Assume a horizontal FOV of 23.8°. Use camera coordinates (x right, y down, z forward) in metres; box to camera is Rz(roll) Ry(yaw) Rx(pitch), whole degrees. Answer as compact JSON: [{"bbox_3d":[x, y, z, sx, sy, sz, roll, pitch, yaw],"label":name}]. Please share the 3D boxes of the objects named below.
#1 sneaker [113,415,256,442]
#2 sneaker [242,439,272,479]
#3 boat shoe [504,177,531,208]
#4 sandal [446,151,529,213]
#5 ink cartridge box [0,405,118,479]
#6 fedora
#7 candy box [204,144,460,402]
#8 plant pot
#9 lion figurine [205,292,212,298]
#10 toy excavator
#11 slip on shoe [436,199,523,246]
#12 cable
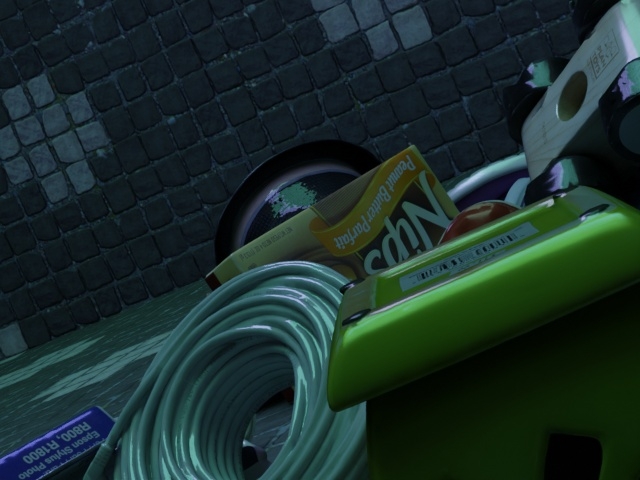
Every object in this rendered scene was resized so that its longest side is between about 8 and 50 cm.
[{"bbox_3d":[-0.206,0.228,1.564,0.292,0.108,0.169,-25,2,-32],"label":"sneaker"},{"bbox_3d":[-0.091,0.207,1.325,0.094,0.091,0.258,-26,6,-27],"label":"sneaker"},{"bbox_3d":[0.279,-0.039,1.813,0.076,0.083,0.226,11,24,24],"label":"boat shoe"},{"bbox_3d":[0.314,-0.044,1.983,0.416,0.169,0.102,-23,45,7],"label":"sandal"},{"bbox_3d":[-0.312,0.259,1.254,0.324,0.071,0.330,-28,-20,-44],"label":"ink cartridge box"},{"bbox_3d":[0.000,0.000,2.464,0.334,0.334,0.152,-26,36,-19],"label":"fedora"},{"bbox_3d":[0.040,0.036,1.832,0.316,0.183,0.087,-32,-3,-35],"label":"candy box"},{"bbox_3d":[0.124,0.096,0.850,0.228,0.207,0.227,-24,5,5],"label":"plant pot"},{"bbox_3d":[-0.046,0.120,1.991,0.240,0.142,0.392,-32,-9,-3],"label":"lion figurine"},{"bbox_3d":[0.481,-0.145,1.638,0.433,0.445,0.222,-55,28,37],"label":"toy excavator"},{"bbox_3d":[0.124,0.058,1.252,0.123,0.101,0.331,3,35,18],"label":"slip on shoe"},{"bbox_3d":[-0.041,0.141,1.130,0.257,0.089,0.257,13,71,48],"label":"cable"}]
